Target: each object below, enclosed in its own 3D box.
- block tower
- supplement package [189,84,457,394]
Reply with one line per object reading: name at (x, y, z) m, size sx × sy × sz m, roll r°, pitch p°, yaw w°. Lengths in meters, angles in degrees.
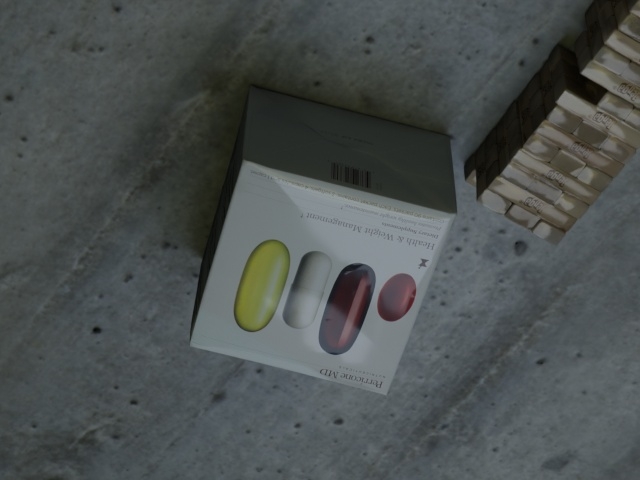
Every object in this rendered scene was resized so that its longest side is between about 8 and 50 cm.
block tower at (0.256, -0.144, 1.473) m, size 0.091 × 0.097 × 0.335 m, roll 28°, pitch 120°, yaw -14°
supplement package at (0.000, 0.000, 1.542) m, size 0.194 × 0.149 × 0.203 m, roll 14°, pitch 121°, yaw -7°
